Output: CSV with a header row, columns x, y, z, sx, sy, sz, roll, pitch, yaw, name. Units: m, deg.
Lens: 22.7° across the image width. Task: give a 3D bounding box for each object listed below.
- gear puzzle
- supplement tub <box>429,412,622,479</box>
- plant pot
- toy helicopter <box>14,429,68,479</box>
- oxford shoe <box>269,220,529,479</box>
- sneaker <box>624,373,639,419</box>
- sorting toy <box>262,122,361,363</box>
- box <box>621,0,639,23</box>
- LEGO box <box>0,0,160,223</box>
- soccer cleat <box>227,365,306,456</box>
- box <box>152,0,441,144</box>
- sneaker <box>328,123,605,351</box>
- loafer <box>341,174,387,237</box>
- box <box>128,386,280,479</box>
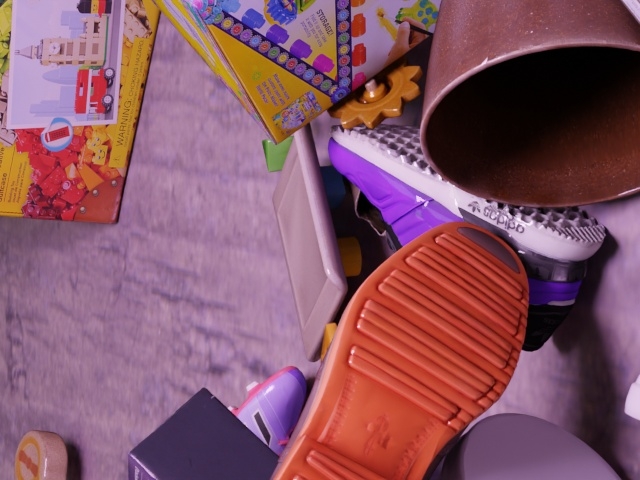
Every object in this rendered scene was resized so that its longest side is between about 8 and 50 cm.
x,y,z,sx,sy,sz,roll,pitch,yaw,name
0.014,-0.188,1.467,0.175,0.044,0.339,-33,37,-3,gear puzzle
0.110,0.282,1.249,0.272,0.191,0.191,-55,46,35,supplement tub
0.180,-0.178,1.215,0.215,0.215,0.230,-36,45,46,plant pot
-0.290,0.364,1.834,0.235,0.140,0.355,-51,46,36,toy helicopter
0.038,0.131,1.167,0.130,0.364,0.133,36,145,1,oxford shoe
0.338,0.063,1.046,0.292,0.108,0.169,4,89,44,sneaker
0.000,0.000,1.511,0.196,0.047,0.348,106,155,-63,sorting toy
0.298,-0.224,1.084,0.136,0.225,0.036,61,177,37,box
-0.385,-0.293,1.823,0.193,0.372,0.500,28,109,51,LEGO box
-0.063,0.231,1.595,0.095,0.083,0.248,44,122,23,soccer cleat
-0.022,-0.288,1.389,0.279,0.177,0.290,-36,47,-5,box
0.097,0.001,1.353,0.293,0.102,0.146,33,117,42,sneaker
0.052,-0.049,1.477,0.148,0.050,0.056,47,123,44,loafer
-0.080,0.281,1.447,0.184,0.103,0.261,37,149,19,box
